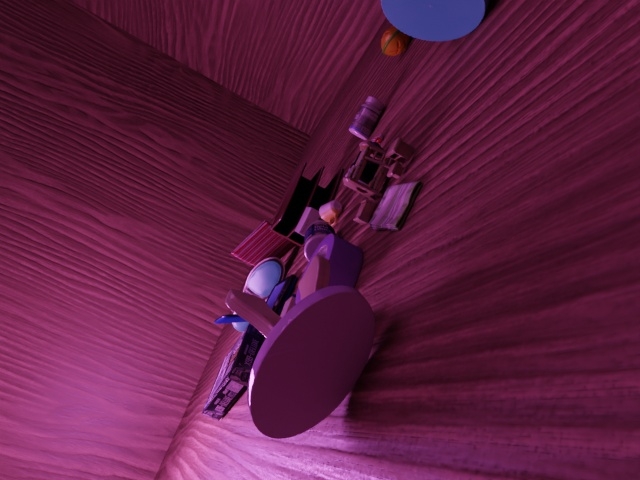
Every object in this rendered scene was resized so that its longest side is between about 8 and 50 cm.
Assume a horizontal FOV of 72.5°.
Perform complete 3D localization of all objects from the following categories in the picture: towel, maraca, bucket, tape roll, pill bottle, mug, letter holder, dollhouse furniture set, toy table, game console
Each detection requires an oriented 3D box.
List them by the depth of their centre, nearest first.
[{"bbox_3d":[-0.037,0.169,0.744,0.274,0.252,0.161,-51,29,6],"label":"toy table"},{"bbox_3d":[0.155,-0.075,0.929,0.113,0.023,0.152,-64,12,-3],"label":"towel"},{"bbox_3d":[0.276,-0.614,1.008,0.281,0.281,0.183,163,125,-74],"label":"bucket"},{"bbox_3d":[0.019,0.084,1.034,0.189,0.080,0.189,-58,13,22],"label":"tape roll"},{"bbox_3d":[0.118,-0.149,1.043,0.182,0.101,0.161,-65,9,-9],"label":"dollhouse furniture set"},{"bbox_3d":[0.000,0.000,1.264,0.094,0.094,0.169,-59,12,18],"label":"pill bottle"},{"bbox_3d":[0.043,-0.093,1.417,0.062,0.078,0.064,-31,-2,-39],"label":"mug"},{"bbox_3d":[0.165,-0.436,1.554,0.137,0.078,0.078,-61,12,7],"label":"pill bottle"},{"bbox_3d":[-0.244,0.221,1.612,0.250,0.173,0.293,-63,12,-22],"label":"game console"},{"bbox_3d":[0.302,-0.783,1.704,0.185,0.099,0.127,-38,-4,-45],"label":"maraca"},{"bbox_3d":[-0.046,-0.165,1.704,0.214,0.152,0.302,-42,24,56],"label":"letter holder"},{"bbox_3d":[-0.227,0.028,1.816,0.199,0.031,0.275,-43,-30,5],"label":"towel"}]

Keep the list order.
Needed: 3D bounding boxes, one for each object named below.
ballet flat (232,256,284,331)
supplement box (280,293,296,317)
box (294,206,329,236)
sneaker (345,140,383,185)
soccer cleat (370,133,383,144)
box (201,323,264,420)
[{"bbox_3d":[-0.264,0.221,1.896,0.400,0.139,0.139,-60,12,20],"label":"ballet flat"},{"bbox_3d":[-0.055,0.195,1.098,0.056,0.083,0.083,-47,19,55],"label":"supplement box"},{"bbox_3d":[-0.025,-0.055,1.513,0.101,0.087,0.102,-63,11,0],"label":"box"},{"bbox_3d":[0.129,-0.217,1.220,0.121,0.079,0.217,-61,10,17],"label":"sneaker"},{"bbox_3d":[0.169,-0.306,1.379,0.083,0.029,0.036,-40,16,55],"label":"soccer cleat"},{"bbox_3d":[-0.319,0.487,1.617,0.307,0.076,0.242,-54,14,39],"label":"box"}]
